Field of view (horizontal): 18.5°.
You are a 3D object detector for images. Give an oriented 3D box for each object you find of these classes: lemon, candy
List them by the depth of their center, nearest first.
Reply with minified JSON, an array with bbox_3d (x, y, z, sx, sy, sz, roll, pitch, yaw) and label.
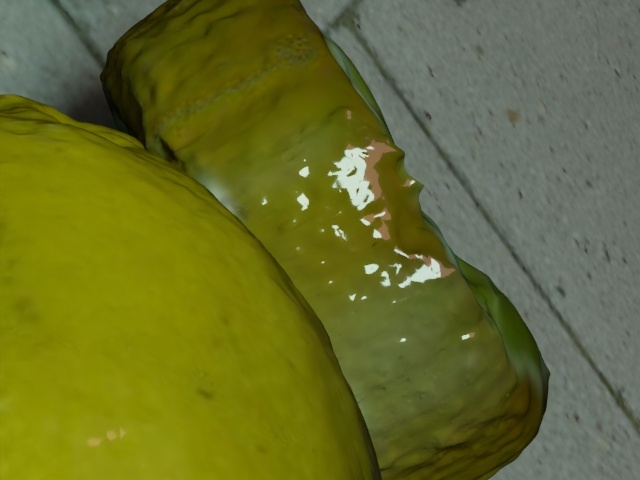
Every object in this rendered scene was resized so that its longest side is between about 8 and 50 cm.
[{"bbox_3d":[-0.111,0.107,0.670,0.316,0.285,0.285,43,34,23],"label":"lemon"},{"bbox_3d":[0.000,0.000,0.871,0.260,0.118,0.260,59,-5,8],"label":"candy"}]
